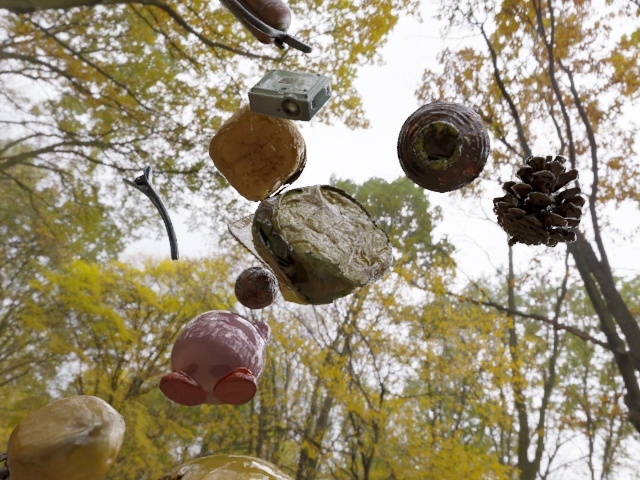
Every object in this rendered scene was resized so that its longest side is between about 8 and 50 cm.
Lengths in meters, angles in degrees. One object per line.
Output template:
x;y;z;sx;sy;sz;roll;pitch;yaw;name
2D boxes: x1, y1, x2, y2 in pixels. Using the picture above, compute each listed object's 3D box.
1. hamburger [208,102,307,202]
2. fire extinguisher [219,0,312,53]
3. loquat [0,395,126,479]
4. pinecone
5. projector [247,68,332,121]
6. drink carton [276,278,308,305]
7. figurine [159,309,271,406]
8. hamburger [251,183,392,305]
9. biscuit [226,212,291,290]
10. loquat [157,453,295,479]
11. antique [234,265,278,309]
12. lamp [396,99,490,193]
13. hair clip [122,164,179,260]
-0.190;-0.286;1.472;0.318;0.158;0.319;0;-82;-2;hamburger
-0.196;-0.594;1.147;0.376;0.200;0.113;46;-41;11;fire extinguisher
-0.507;0.409;0.901;0.187;0.234;0.176;13;-64;53;loquat
0.626;-0.106;1.298;0.244;0.309;0.244;25;-12;6;pinecone
-0.066;-0.315;0.976;0.147;0.115;0.061;15;-40;22;projector
-0.128;0.057;1.629;0.154;0.111;0.351;1;-56;52;drink carton
-0.179;0.205;0.814;0.173;0.173;0.173;16;-43;15;figurine
-0.001;0.001;0.959;0.285;0.265;0.134;52;-49;14;hamburger
-0.122;0.021;1.200;0.237;0.232;0.013;45;-71;0;biscuit
-0.112;0.370;0.487;0.263;0.263;0.263;16;-43;15;loquat
-0.142;0.104;1.017;0.104;0.104;0.104;16;-43;15;antique
0.317;-0.244;1.194;0.247;0.247;0.247;16;-43;15;lamp
-0.425;-0.072;1.199;0.275;0.083;0.048;57;-12;15;hair clip
